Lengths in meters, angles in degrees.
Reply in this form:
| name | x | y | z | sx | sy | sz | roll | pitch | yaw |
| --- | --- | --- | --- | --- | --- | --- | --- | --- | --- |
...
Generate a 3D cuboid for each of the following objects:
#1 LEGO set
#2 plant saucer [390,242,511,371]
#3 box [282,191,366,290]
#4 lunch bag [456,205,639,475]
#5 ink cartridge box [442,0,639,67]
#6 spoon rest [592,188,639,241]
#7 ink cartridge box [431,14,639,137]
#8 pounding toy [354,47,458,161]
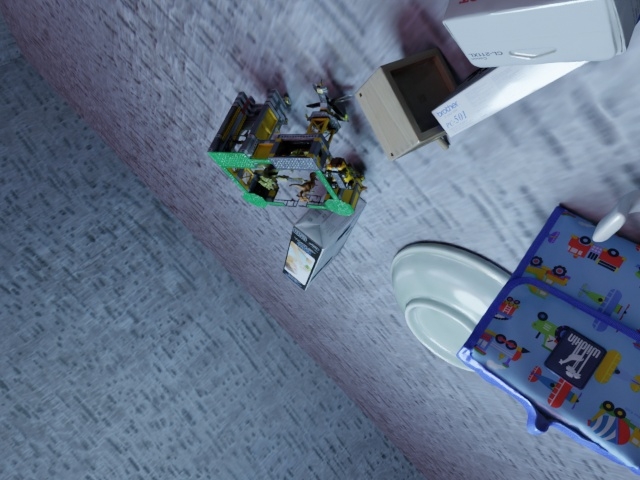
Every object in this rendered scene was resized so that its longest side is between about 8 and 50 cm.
| name | x | y | z | sx | sy | sz | roll | pitch | yaw |
| --- | --- | --- | --- | --- | --- | --- | --- | --- | --- |
| LEGO set | -0.051 | -0.194 | 0.845 | 0.332 | 0.191 | 0.255 | 4 | 154 | 37 |
| plant saucer | 0.304 | 0.185 | 0.914 | 0.401 | 0.100 | 0.400 | 35 | 153 | 21 |
| box | 0.000 | 0.000 | 1.024 | 0.087 | 0.169 | 0.290 | 39 | 153 | 8 |
| lunch bag | 0.339 | 0.131 | 0.542 | 0.221 | 0.293 | 0.138 | 33 | 153 | 24 |
| ink cartridge box | 0.195 | -0.242 | 0.327 | 0.128 | 0.174 | 0.072 | 19 | 179 | 44 |
| spoon rest | 0.463 | 0.008 | 0.445 | 0.277 | 0.084 | 0.137 | 23 | 151 | 14 |
| ink cartridge box | 0.228 | -0.195 | 0.449 | 0.046 | 0.097 | 0.207 | 50 | 155 | -10 |
| pounding toy | 0.141 | -0.184 | 0.587 | 0.130 | 0.141 | 0.100 | 62 | 154 | -2 |
